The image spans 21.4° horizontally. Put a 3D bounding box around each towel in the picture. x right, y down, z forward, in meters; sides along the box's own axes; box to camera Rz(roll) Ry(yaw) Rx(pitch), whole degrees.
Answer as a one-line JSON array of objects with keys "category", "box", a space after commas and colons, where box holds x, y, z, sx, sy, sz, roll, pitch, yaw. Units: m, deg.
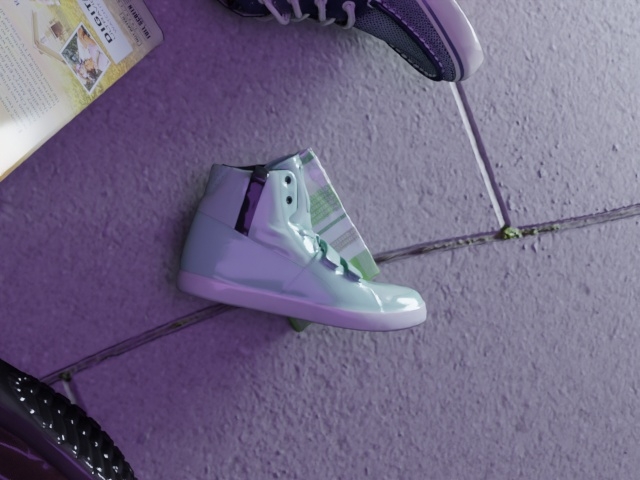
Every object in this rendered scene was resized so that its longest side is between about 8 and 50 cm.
[{"category": "towel", "box": [-0.020, -0.001, 1.675, 0.113, 0.023, 0.152, -34, 105, -20]}]

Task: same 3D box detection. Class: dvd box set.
[{"category": "dvd box set", "box": [-0.296, -0.219, 1.378, 0.308, 0.062, 0.420, 58, 26, -14]}]

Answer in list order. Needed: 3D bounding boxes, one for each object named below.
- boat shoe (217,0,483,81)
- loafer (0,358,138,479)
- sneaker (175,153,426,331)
[{"category": "boat shoe", "box": [-0.005, -0.245, 1.643, 0.340, 0.127, 0.158, 45, 77, -9]}, {"category": "loafer", "box": [-0.306, 0.171, 1.485, 0.366, 0.134, 0.130, 40, 95, -9]}, {"category": "sneaker", "box": [0.000, 0.000, 1.614, 0.256, 0.094, 0.151, 12, 92, -23]}]
